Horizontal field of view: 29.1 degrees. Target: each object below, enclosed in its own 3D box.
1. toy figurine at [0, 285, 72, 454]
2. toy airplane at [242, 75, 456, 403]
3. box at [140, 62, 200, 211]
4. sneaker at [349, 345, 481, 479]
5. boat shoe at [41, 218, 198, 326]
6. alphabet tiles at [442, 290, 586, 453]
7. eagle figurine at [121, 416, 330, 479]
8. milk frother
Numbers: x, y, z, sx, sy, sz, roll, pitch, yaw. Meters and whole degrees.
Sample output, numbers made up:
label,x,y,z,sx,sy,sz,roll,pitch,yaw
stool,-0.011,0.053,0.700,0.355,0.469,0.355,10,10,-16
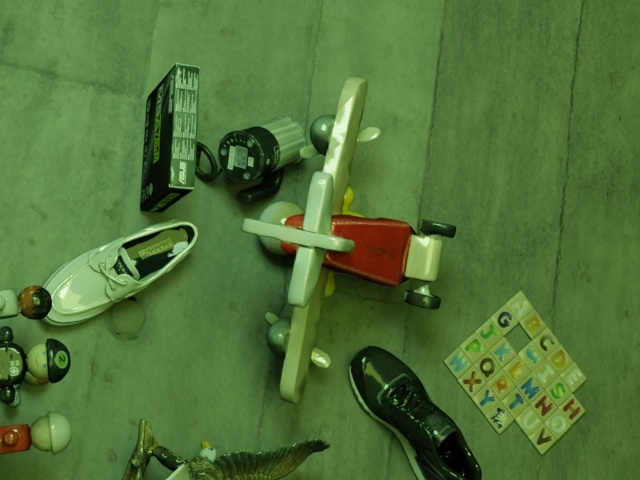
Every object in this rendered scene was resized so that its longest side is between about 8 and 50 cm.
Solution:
label,x,y,z,sx,sy,sz,roll,pitch,yaw
toy figurine,-0.424,0.179,1.705,0.148,0.209,0.213,-6,125,-14
toy airplane,0.000,0.000,1.875,0.386,0.272,0.384,-48,135,-33
box,-0.229,-0.151,1.867,0.045,0.184,0.190,6,79,-19
sneaker,0.164,0.281,1.970,0.107,0.124,0.283,-39,95,-23
boat shoe,-0.301,0.045,1.855,0.267,0.088,0.096,-25,90,-23
alphabet tiles,0.347,0.238,2.110,0.198,0.009,0.237,-39,95,-23
eagle figurine,-0.144,0.367,1.807,0.298,0.226,0.225,20,53,-11
milk frother,-0.122,-0.143,1.960,0.143,0.129,0.135,35,29,18
